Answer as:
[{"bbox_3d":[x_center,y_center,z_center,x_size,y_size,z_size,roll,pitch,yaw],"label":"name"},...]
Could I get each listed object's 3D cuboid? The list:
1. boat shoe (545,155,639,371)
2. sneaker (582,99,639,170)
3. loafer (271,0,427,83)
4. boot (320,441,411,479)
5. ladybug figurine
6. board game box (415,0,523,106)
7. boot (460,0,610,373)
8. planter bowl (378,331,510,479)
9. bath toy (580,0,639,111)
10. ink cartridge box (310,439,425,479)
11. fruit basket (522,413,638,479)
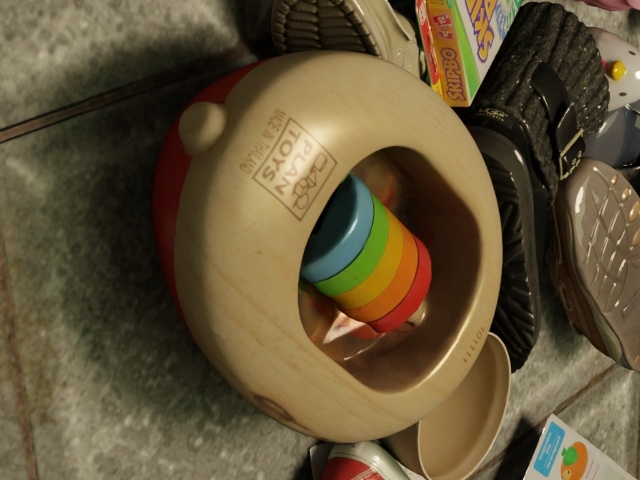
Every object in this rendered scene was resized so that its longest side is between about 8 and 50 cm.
[{"bbox_3d":[0.315,0.028,1.667,0.123,0.116,0.324,-44,133,-22],"label":"boat shoe"},{"bbox_3d":[0.428,-0.152,1.707,0.321,0.127,0.126,-25,135,-37],"label":"sneaker"},{"bbox_3d":[0.032,-0.174,1.252,0.268,0.102,0.092,56,42,-61],"label":"loafer"},{"bbox_3d":[0.066,0.336,1.421,0.244,0.088,0.176,44,55,-27],"label":"boot"},{"bbox_3d":[0.000,0.000,1.211,0.305,0.162,0.449,-58,141,-13],"label":"ladybug figurine"},{"bbox_3d":[0.149,-0.237,1.364,0.259,0.039,0.124,-57,142,-44],"label":"board game box"},{"bbox_3d":[0.205,-0.047,1.488,0.348,0.131,0.260,89,24,-43],"label":"boot"},{"bbox_3d":[0.105,0.157,1.452,0.162,0.109,0.162,-21,119,-46],"label":"planter bowl"},{"bbox_3d":[0.330,-0.305,1.530,0.151,0.129,0.348,-1,100,-52],"label":"bath toy"},{"bbox_3d":[0.044,0.314,1.501,0.189,0.066,0.232,-10,90,-49],"label":"ink cartridge box"},{"bbox_3d":[0.320,0.428,1.784,0.353,0.165,0.327,41,71,-47],"label":"fruit basket"}]
